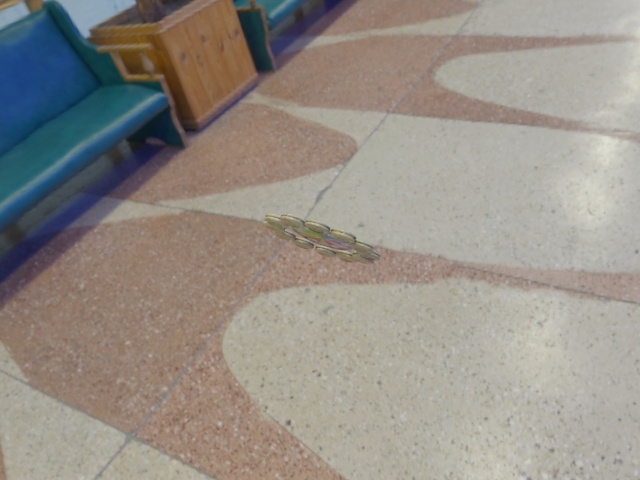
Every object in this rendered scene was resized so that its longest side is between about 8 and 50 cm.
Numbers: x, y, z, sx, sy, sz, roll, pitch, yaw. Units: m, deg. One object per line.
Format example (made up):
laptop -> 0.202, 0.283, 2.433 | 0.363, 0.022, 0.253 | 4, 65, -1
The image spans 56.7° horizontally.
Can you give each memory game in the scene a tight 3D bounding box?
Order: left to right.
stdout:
memory game -> 0.000, 0.000, 0.878 | 0.186, 0.186, 0.012 | 11, 76, 31
